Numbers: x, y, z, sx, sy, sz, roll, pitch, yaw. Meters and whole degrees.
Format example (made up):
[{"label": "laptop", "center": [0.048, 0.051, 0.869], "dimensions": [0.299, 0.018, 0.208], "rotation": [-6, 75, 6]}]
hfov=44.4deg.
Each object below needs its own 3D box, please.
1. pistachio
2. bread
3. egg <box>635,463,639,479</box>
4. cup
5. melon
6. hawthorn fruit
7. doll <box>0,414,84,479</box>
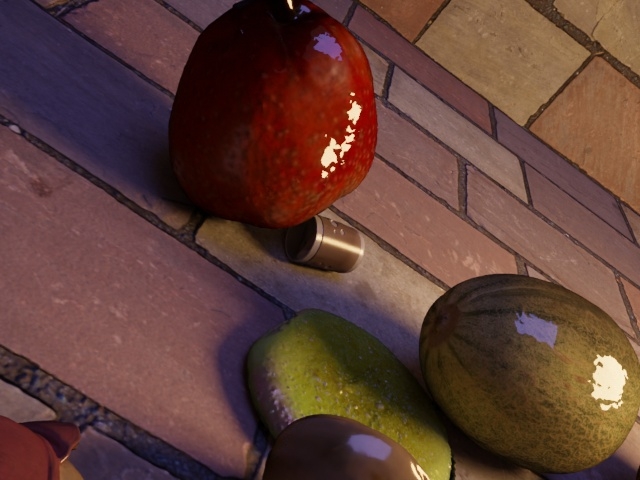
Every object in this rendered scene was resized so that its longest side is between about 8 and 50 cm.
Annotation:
[{"label": "pistachio", "center": [0.038, 0.259, 0.736], "dimensions": [0.237, 0.153, 0.137], "rotation": [60, 33, -18]}, {"label": "bread", "center": [0.047, 0.199, 0.934], "dimensions": [0.301, 0.045, 0.301], "rotation": [30, 30, -19]}, {"label": "egg", "center": [0.591, 0.367, 1.090], "dimensions": [0.282, 0.282, 0.351], "rotation": [52, 24, 22]}, {"label": "cup", "center": [0.000, 0.008, 1.149], "dimensions": [0.099, 0.102, 0.074], "rotation": [18, 73, -37]}, {"label": "melon", "center": [0.274, 0.171, 1.034], "dimensions": [0.329, 0.248, 0.248], "rotation": [31, 28, -30]}, {"label": "hawthorn fruit", "center": [-0.059, -0.194, 1.042], "dimensions": [0.285, 0.368, 0.284], "rotation": [7, 37, -5]}, {"label": "doll", "center": [-0.184, 0.214, 0.514], "dimensions": [0.256, 0.152, 0.196], "rotation": [44, -8, -24]}]
